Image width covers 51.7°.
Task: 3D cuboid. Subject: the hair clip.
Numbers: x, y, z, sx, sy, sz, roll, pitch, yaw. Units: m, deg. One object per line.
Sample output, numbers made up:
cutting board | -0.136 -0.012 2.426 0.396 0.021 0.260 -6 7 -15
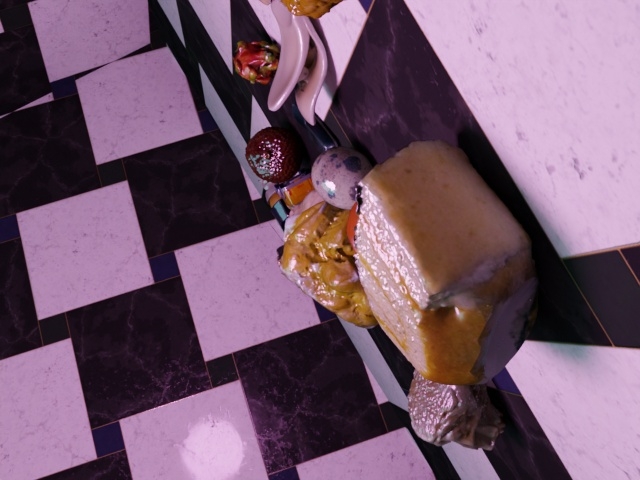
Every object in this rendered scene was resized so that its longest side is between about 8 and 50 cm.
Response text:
hair clip | -0.050 -0.396 1.466 0.172 0.113 0.282 -131 44 -58

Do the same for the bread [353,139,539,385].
bread | 0.218 0.055 1.076 0.264 0.239 0.395 46 163 39

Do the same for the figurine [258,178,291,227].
figurine | -0.136 -0.159 2.561 0.308 0.143 0.308 59 -170 -17

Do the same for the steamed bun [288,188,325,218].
steamed bun | 0.002 0.003 2.054 0.276 0.203 0.289 53 164 5

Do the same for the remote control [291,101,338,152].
remote control | -0.015 -0.299 1.778 0.222 0.042 0.072 52 166 37

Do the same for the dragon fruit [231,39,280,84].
dragon fruit | -0.158 -0.491 1.788 0.142 0.138 0.175 39 157 -23

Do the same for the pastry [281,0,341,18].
pastry | -0.023 -0.471 1.017 0.240 0.132 0.235 59 172 -3

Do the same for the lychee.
lychee | -0.141 -0.273 2.114 0.194 0.194 0.194 57 170 15

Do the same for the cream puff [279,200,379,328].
cream puff | 0.080 0.041 1.743 0.378 0.275 0.378 34 -173 -4

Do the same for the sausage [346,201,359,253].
sausage | 0.157 0.015 1.488 0.268 0.153 0.141 63 -178 -27

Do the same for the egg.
egg | 0.063 -0.144 1.557 0.181 0.141 0.141 36 161 24

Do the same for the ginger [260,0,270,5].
ginger | -0.162 -0.581 1.432 0.193 0.122 0.115 -126 44 -60

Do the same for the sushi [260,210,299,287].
sushi | -0.096 0.077 2.071 0.292 0.059 0.294 52 178 38

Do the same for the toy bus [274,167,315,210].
toy bus | -0.068 -0.158 2.235 0.136 0.126 0.209 61 173 -11

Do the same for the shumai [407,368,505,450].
shumai | 0.355 0.384 1.666 0.225 0.222 0.261 178 99 -67
